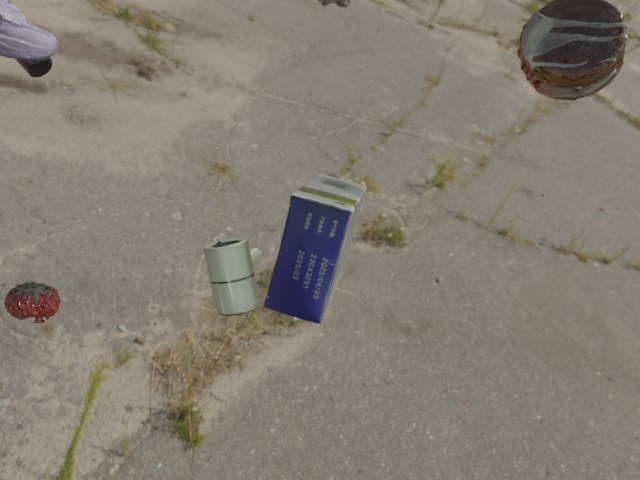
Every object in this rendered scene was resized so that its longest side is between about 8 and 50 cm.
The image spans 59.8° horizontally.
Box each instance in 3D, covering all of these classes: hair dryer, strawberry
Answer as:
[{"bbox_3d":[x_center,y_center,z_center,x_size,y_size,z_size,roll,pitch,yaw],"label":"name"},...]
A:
[{"bbox_3d":[-0.231,0.076,1.671,0.128,0.203,0.362,-9,11,9],"label":"hair dryer"},{"bbox_3d":[-0.802,0.166,1.552,0.145,0.086,0.145,9,22,-4],"label":"strawberry"}]

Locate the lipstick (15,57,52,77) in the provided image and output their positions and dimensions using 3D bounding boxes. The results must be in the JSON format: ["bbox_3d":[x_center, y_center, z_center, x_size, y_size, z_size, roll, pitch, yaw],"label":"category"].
[{"bbox_3d":[-0.661,-0.465,1.094,0.356,0.057,0.057,48,40,2],"label":"lipstick"}]

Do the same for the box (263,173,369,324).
[{"bbox_3d":[0.000,0.000,1.015,0.106,0.200,0.299,17,15,6],"label":"box"}]

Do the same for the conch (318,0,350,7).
[{"bbox_3d":[0.024,-0.662,1.315,0.324,0.186,0.263,-9,40,-19],"label":"conch"}]

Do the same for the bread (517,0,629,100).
[{"bbox_3d":[0.394,-0.303,0.877,0.160,0.160,0.073,50,10,29],"label":"bread"}]

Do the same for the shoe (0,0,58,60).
[{"bbox_3d":[-0.541,-0.381,0.885,0.245,0.137,0.095,12,26,-37],"label":"shoe"}]

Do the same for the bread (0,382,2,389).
[{"bbox_3d":[-0.831,0.297,1.247,0.232,0.064,0.172,37,48,-61],"label":"bread"}]
